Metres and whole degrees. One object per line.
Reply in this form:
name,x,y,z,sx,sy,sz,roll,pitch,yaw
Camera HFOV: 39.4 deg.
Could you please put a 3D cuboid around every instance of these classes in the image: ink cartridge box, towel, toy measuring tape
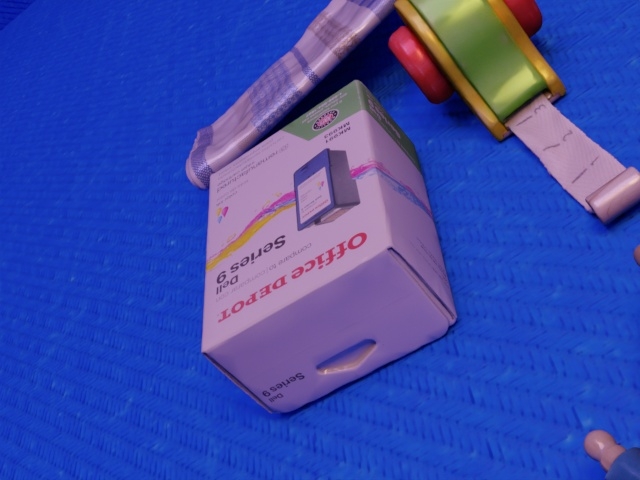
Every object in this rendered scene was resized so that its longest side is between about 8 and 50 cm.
ink cartridge box,0.000,0.000,0.663,0.154,0.093,0.212,-30,36,20
towel,-0.024,-0.168,0.876,0.285,0.034,0.209,-43,15,8
toy measuring tape,0.125,-0.132,0.655,0.121,0.121,0.330,-37,33,11

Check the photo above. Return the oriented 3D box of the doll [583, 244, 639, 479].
doll,0.183,0.082,0.407,0.129,0.046,0.189,-14,49,25
